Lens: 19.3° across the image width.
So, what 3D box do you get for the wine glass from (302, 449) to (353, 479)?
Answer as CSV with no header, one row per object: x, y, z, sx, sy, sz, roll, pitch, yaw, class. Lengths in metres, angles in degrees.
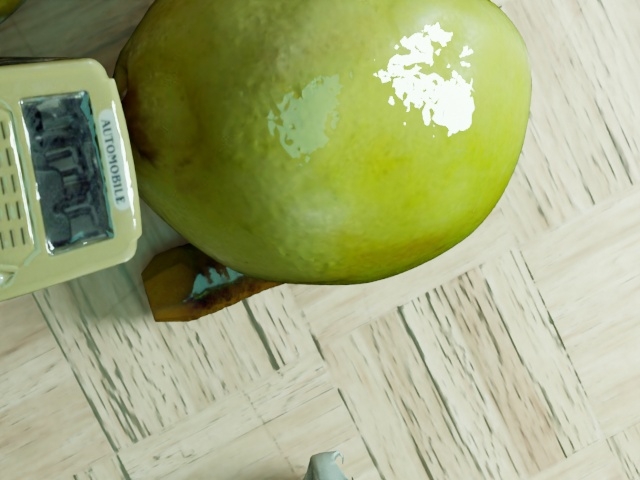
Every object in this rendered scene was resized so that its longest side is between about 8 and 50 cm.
-0.057,0.273,1.599,0.196,0.165,0.165,-9,99,-6,wine glass

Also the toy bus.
-0.269,-0.053,1.412,0.202,0.365,0.177,-13,101,-21,toy bus

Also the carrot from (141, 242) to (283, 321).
0.000,0.000,1.618,0.314,0.066,0.066,-17,101,-9,carrot

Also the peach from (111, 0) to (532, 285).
0.000,-0.100,1.468,0.314,0.315,0.281,-36,65,23,peach

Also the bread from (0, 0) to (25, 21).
-0.279,-0.335,1.435,0.264,0.239,0.395,40,88,-18,bread
